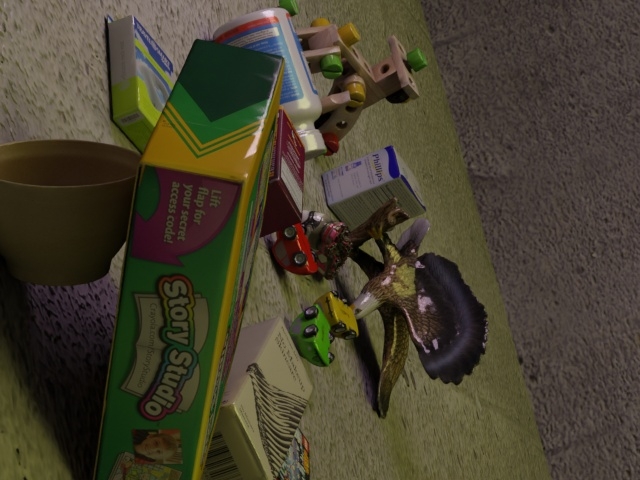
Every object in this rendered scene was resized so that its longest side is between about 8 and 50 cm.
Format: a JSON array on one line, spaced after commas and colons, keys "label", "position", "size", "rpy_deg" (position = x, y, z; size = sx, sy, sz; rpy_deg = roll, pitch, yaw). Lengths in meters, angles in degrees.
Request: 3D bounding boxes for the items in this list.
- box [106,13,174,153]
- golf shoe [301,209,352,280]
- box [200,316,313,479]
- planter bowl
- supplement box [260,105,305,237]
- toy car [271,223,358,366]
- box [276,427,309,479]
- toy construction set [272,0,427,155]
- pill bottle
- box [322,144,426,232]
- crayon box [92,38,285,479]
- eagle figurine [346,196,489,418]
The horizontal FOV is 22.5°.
[{"label": "box", "position": [-0.219, -0.192, 1.982], "size": [0.109, 0.042, 0.178], "rpy_deg": [52, 23, -49]}, {"label": "golf shoe", "position": [0.000, 0.000, 2.446], "size": [0.086, 0.067, 0.186], "rpy_deg": [31, -17, 15]}, {"label": "box", "position": [-0.090, 0.191, 1.827], "size": [0.275, 0.094, 0.113], "rpy_deg": [-64, 132, -69]}, {"label": "planter bowl", "position": [-0.243, -0.022, 1.493], "size": [0.162, 0.162, 0.109], "rpy_deg": [-61, 156, -71]}, {"label": "supplement box", "position": [-0.084, -0.090, 2.202], "size": [0.188, 0.104, 0.080], "rpy_deg": [-89, 154, -53]}, {"label": "toy car", "position": [-0.016, 0.101, 2.292], "size": [0.239, 0.053, 0.225], "rpy_deg": [60, 18, -30]}, {"label": "box", "position": [-0.043, 0.277, 2.008], "size": [0.137, 0.027, 0.094], "rpy_deg": [-92, 157, -51]}, {"label": "toy construction set", "position": [0.045, -0.267, 2.633], "size": [0.309, 0.237, 0.257], "rpy_deg": [-79, 145, -63]}, {"label": "pill bottle", "position": [-0.071, -0.223, 2.390], "size": [0.124, 0.124, 0.221], "rpy_deg": [2, 69, -74]}, {"label": "box", "position": [0.092, -0.081, 2.746], "size": [0.126, 0.137, 0.072], "rpy_deg": [49, 24, -52]}, {"label": "crayon box", "position": [-0.126, 0.031, 1.551], "size": [0.313, 0.106, 0.362], "rpy_deg": [-77, 178, -63]}, {"label": "eagle figurine", "position": [0.126, 0.106, 2.545], "size": [0.298, 0.225, 0.226], "rpy_deg": [60, 0, 5]}]
